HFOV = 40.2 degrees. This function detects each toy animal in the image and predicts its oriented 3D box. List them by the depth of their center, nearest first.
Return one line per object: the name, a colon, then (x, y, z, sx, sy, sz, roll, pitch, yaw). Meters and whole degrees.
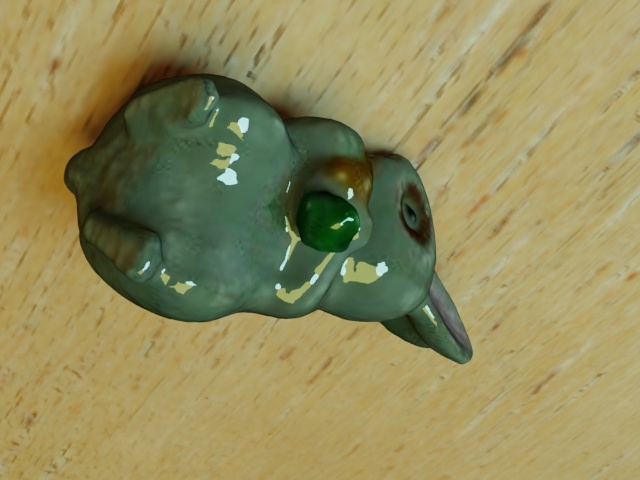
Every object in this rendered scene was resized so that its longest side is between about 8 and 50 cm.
toy animal: (-0.001, -0.003, 0.469, 0.251, 0.127, 0.125, 21, 116, -40)
